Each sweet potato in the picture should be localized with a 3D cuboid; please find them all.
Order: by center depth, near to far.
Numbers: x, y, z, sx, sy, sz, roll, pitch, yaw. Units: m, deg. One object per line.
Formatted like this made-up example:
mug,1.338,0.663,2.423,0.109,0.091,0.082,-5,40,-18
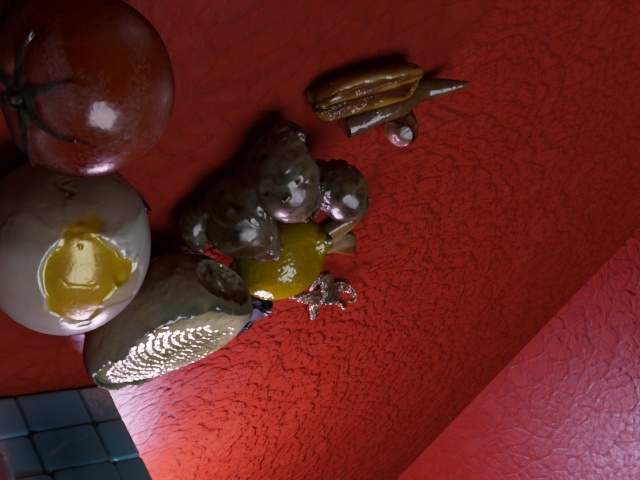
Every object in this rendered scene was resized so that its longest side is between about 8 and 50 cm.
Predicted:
sweet potato,0.174,-0.291,1.940,0.281,0.067,0.059,-27,104,-16

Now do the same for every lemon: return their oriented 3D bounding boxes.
lemon,-0.088,0.032,2.003,0.244,0.186,0.187,-24,151,9

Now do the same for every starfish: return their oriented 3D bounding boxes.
starfish,0.002,0.137,2.392,0.210,0.053,0.150,-2,123,-38

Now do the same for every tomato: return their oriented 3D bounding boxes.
tomato,-0.333,-0.226,1.339,0.265,0.265,0.264,-25,148,-17

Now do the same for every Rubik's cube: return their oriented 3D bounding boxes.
Rubik's cube,-0.606,0.551,2.075,0.322,0.316,0.318,1,133,-44

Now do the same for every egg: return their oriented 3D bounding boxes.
egg,-0.427,0.017,1.554,0.283,0.283,0.345,-17,153,-29

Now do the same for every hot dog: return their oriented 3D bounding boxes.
hot dog,0.090,-0.302,1.839,0.250,0.068,0.100,-19,156,-23

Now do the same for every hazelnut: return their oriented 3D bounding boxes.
hazelnut,0.176,-0.243,2.002,0.086,0.086,0.086,-25,148,-17

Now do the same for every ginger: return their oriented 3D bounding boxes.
ginger,-0.103,-0.075,1.833,0.375,0.176,0.256,-29,120,8

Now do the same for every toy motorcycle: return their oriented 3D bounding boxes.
toy motorcycle,-0.177,0.144,2.176,0.123,0.080,0.215,-30,145,-10

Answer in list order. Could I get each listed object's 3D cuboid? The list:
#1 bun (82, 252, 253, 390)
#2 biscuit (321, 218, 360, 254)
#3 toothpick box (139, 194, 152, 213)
bun,-0.325,0.143,1.899,0.364,0.202,0.364,-25,162,-9
biscuit,0.000,0.000,2.183,0.208,0.047,0.164,-21,147,-24
toothpick box,-0.363,-0.046,1.758,0.083,0.047,0.047,-38,149,5
